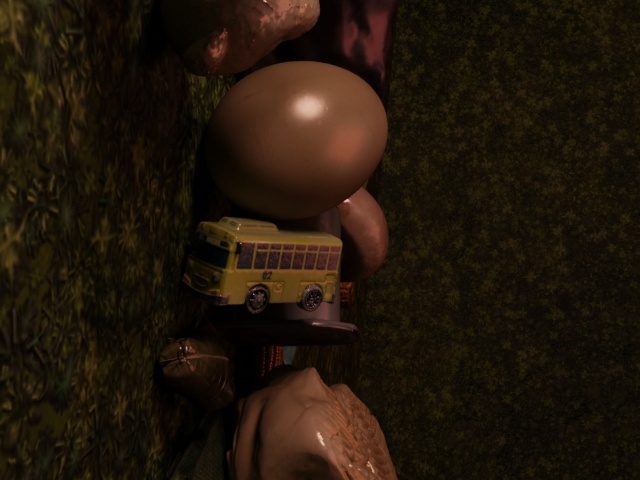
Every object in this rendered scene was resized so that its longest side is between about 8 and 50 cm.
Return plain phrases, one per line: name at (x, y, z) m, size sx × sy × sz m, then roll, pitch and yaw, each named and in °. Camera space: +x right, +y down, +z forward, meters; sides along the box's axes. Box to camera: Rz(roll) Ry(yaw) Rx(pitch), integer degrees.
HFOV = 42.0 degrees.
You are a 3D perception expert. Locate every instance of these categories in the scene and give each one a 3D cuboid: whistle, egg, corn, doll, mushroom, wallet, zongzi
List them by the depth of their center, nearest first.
doll at (-0.061, -0.291, 0.767) m, size 0.175 × 0.149 × 0.278 m, roll -110°, pitch -149°, yaw -66°
zongzi at (-0.152, 0.109, 0.927) m, size 0.154 × 0.062 × 0.130 m, roll 55°, pitch 18°, yaw -53°
wallet at (-0.148, 0.308, 0.996) m, size 0.236 × 0.055 × 0.160 m, roll -78°, pitch 170°, yaw -80°
egg at (-0.025, -0.122, 0.998) m, size 0.242 × 0.186 × 0.186 m, roll -26°, pitch 133°, yaw -31°
corn at (-0.092, 0.217, 1.251) m, size 0.068 × 0.068 × 0.207 m, roll 27°, pitch 66°, yaw -81°
mushroom at (0.013, -0.012, 1.391) m, size 0.209 × 0.206 × 0.206 m, roll -49°, pitch 144°, yaw -64°
whistle at (-0.065, 0.209, 1.518) m, size 0.186 × 0.039 × 0.039 m, roll -69°, pitch 163°, yaw -58°

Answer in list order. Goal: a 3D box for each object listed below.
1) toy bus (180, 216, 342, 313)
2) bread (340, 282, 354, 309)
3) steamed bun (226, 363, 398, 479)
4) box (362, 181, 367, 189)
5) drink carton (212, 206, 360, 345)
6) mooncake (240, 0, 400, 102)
toy bus at (-0.066, 0.027, 0.964) m, size 0.175 × 0.088 × 0.101 m, roll 3°, pitch 102°, yaw -42°
bread at (0.033, 0.051, 1.847) m, size 0.199 × 0.104 × 0.199 m, roll 7°, pitch 90°, yaw -85°
steamed bun at (-0.024, 0.309, 1.118) m, size 0.276 × 0.203 × 0.289 m, roll 58°, pitch 8°, yaw -17°
box at (0.020, -0.028, 1.611) m, size 0.187 × 0.047 × 0.335 m, roll 22°, pitch 86°, yaw -75°
drink carton at (-0.039, 0.049, 1.155) m, size 0.185 × 0.191 × 0.189 m, roll 66°, pitch 24°, yaw -69°
mooncake at (0.003, -0.359, 1.120) m, size 0.381 × 0.212 × 0.350 m, roll 86°, pitch 6°, yaw -56°
